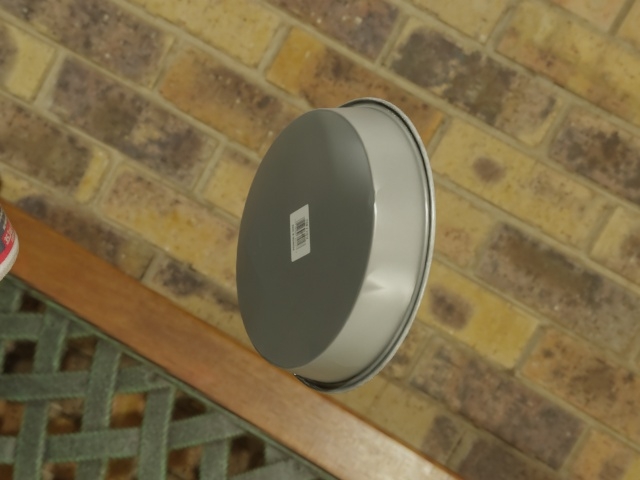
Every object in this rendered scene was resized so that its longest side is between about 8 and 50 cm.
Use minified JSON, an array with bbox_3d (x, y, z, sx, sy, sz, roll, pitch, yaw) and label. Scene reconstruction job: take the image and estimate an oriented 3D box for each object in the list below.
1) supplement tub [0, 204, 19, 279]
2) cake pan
[{"bbox_3d":[-0.556,-0.054,1.301,0.191,0.191,0.272,34,-31,45],"label":"supplement tub"},{"bbox_3d":[0.000,0.000,0.913,0.054,0.293,0.293,10,15,-32],"label":"cake pan"}]
